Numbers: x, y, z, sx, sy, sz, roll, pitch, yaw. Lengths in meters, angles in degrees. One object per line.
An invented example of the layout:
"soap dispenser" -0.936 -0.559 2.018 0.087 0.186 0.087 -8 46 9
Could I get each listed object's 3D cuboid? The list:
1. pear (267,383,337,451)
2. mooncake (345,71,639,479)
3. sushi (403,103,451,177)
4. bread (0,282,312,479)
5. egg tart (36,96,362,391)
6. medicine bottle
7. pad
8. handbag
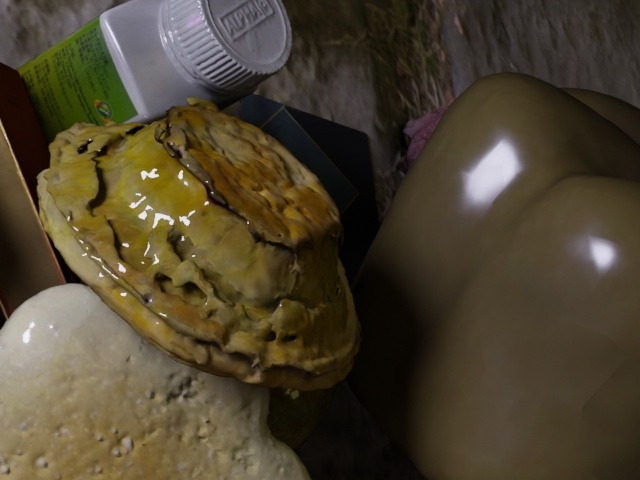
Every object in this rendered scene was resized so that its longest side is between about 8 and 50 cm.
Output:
"pear" -0.063 0.083 1.118 0.167 0.137 0.167 17 65 -41
"mooncake" 0.247 0.081 1.195 0.467 0.262 0.467 30 16 -9
"sushi" 0.181 -0.038 1.489 0.241 0.107 0.161 18 62 -43
"bread" -0.140 0.177 0.956 0.316 0.054 0.316 -1 92 -32
"egg tart" -0.063 -0.008 0.989 0.241 0.106 0.241 29 23 -14
"medicine bottle" -0.115 -0.120 1.120 0.132 0.188 0.088 -21 87 -52
"pad" 0.000 0.000 1.340 0.164 0.004 0.243 14 62 -44
"handbag" -0.196 -0.023 1.041 0.127 0.063 0.190 33 35 -87
